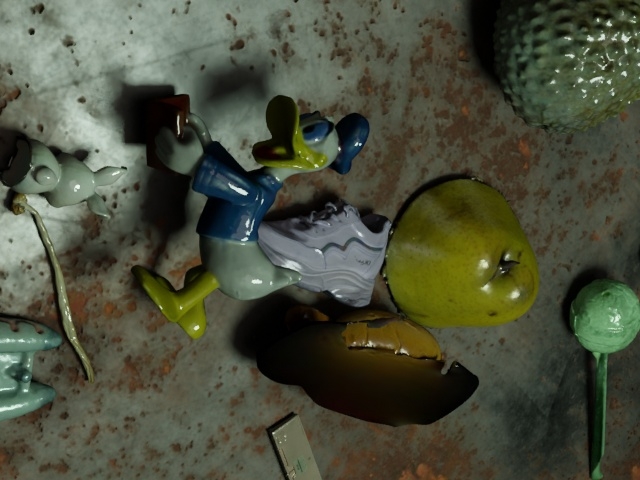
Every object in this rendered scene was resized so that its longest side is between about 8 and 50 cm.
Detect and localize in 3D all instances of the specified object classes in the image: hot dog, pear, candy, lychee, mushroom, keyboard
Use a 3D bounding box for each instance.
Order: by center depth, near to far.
[{"bbox_3d":[-0.324,0.062,1.453,0.028,0.026,0.286,-21,121,-9],"label":"mushroom"},{"bbox_3d":[0.369,-0.276,1.659,0.255,0.274,0.255,9,80,-59],"label":"lychee"},{"bbox_3d":[0.067,0.154,1.687,0.194,0.107,0.326,-41,128,19],"label":"hot dog"},{"bbox_3d":[0.240,0.048,1.737,0.267,0.178,0.267,-14,118,-27],"label":"pear"},{"bbox_3d":[-0.035,0.335,1.757,0.055,0.017,0.166,-33,123,-25],"label":"keyboard"},{"bbox_3d":[0.488,0.256,2.048,0.119,0.119,0.440,-23,128,-26],"label":"candy"}]

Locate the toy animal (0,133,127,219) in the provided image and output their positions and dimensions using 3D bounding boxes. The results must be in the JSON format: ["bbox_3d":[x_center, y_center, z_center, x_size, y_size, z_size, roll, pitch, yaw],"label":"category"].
[{"bbox_3d":[-0.306,-0.076,1.381,0.124,0.085,0.071,24,76,-43],"label":"toy animal"}]

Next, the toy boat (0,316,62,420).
[{"bbox_3d":[-0.406,0.162,1.399,0.207,0.079,0.134,1,109,-36],"label":"toy boat"}]

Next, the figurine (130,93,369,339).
[{"bbox_3d":[-0.096,-0.074,1.447,0.338,0.204,0.283,-31,93,-1],"label":"figurine"}]

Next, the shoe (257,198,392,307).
[{"bbox_3d":[0.000,0.000,1.609,0.245,0.095,0.138,23,90,-41],"label":"shoe"}]
